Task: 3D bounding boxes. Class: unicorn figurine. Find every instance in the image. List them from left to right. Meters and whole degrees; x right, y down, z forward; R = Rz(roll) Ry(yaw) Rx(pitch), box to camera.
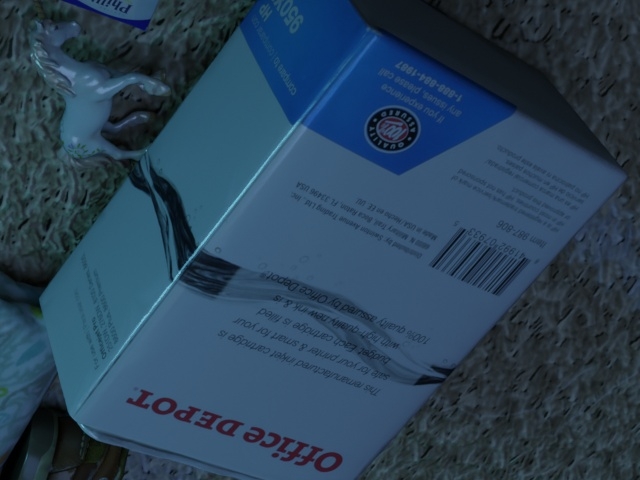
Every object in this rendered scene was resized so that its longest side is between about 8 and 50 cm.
[{"bbox_3d":[-0.177,-0.116,1.145,0.111,0.060,0.162,0,120,-18],"label":"unicorn figurine"}]

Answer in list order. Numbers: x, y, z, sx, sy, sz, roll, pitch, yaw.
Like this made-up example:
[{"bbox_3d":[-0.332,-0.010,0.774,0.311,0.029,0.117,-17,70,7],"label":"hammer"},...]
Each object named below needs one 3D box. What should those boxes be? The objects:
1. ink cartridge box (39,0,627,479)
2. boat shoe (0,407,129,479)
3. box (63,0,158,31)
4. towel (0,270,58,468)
[{"bbox_3d":[0.000,0.000,1.178,0.285,0.166,0.395,24,115,-36],"label":"ink cartridge box"},{"bbox_3d":[-0.268,0.300,1.369,0.104,0.110,0.307,15,118,-20],"label":"boat shoe"},{"bbox_3d":[-0.173,-0.225,1.026,0.126,0.137,0.072,17,118,-23],"label":"box"},{"bbox_3d":[-0.436,0.125,1.228,0.374,0.090,0.320,23,116,-25],"label":"towel"}]
